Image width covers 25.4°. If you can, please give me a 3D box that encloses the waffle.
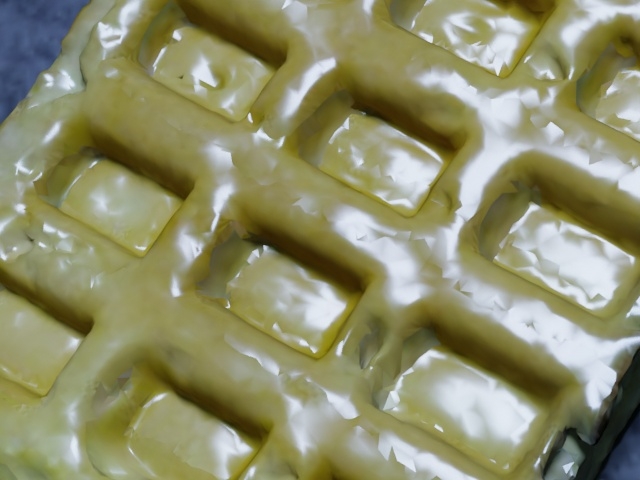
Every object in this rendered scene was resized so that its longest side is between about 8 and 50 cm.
[{"bbox_3d":[0.000,0.000,0.445,0.221,0.055,0.248,30,78,23],"label":"waffle"}]
